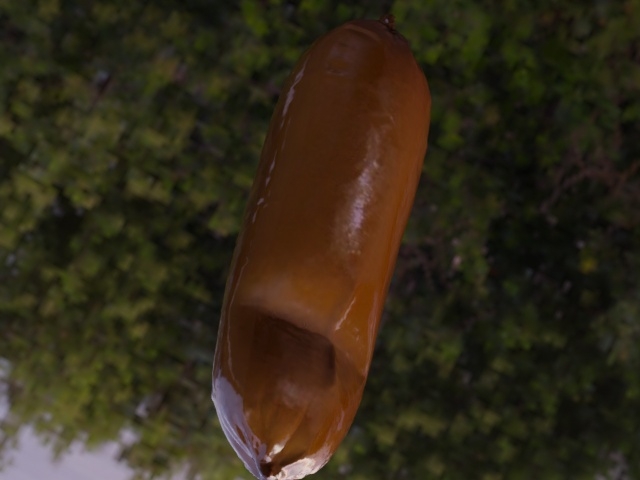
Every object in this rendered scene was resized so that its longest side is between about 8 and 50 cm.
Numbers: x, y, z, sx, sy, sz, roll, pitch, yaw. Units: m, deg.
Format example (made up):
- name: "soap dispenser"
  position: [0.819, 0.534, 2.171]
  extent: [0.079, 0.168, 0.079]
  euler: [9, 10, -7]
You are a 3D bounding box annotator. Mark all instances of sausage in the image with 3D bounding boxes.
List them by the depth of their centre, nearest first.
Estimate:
- name: "sausage"
  position: [0.000, 0.000, 0.553]
  extent: [0.062, 0.183, 0.054]
  euler: [33, 148, -33]
